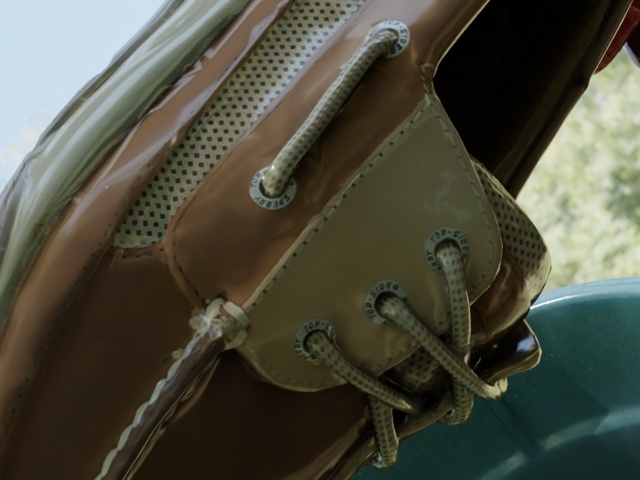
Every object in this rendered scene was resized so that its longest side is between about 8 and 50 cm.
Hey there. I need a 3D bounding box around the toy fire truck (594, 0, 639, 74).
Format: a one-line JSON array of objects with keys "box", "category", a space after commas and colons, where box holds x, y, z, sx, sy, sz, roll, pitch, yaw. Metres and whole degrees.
[{"box": [0.171, -0.244, 1.018, 0.169, 0.254, 0.302, 26, -82, -39], "category": "toy fire truck"}]

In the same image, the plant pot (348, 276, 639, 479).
[{"box": [0.171, 0.253, 0.912, 0.341, 0.341, 0.334, -47, -63, -13], "category": "plant pot"}]

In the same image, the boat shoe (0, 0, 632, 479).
[{"box": [0.000, 0.000, 0.458, 0.324, 0.116, 0.123, -65, -24, -20], "category": "boat shoe"}]
